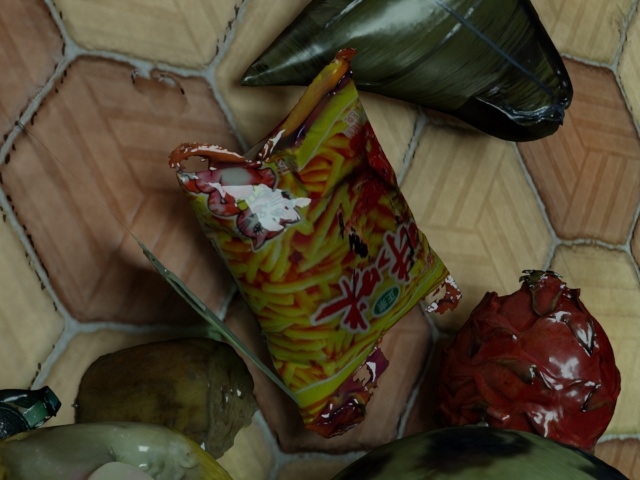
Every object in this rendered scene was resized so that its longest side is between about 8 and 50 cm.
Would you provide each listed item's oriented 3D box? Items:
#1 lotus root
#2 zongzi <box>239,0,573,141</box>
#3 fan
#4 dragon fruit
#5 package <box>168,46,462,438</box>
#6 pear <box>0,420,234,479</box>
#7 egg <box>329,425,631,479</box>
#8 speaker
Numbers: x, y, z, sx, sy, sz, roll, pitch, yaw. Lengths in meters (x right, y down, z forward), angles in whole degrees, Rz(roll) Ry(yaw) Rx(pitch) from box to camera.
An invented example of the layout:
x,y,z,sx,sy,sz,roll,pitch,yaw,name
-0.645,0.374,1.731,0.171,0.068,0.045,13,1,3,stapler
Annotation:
x,y,z,sx,sy,sz,roll,pitch,yaw,name
-0.119,0.124,0.845,0.095,0.135,0.159,59,39,-14,lotus root
0.086,-0.155,1.070,0.300,0.138,0.286,-46,120,-19,zongzi
-0.125,0.019,0.858,0.310,0.182,0.010,45,84,0,fan
0.199,0.137,1.069,0.172,0.172,0.209,37,75,-29,dragon fruit
0.005,-0.003,0.972,0.223,0.108,0.288,-39,117,-33,package
-0.139,0.243,0.664,0.271,0.271,0.271,9,77,-39,pear
0.145,0.327,0.871,0.428,0.345,0.345,34,62,-36,egg
-0.227,0.127,0.772,0.060,0.075,0.094,48,55,-24,speaker
